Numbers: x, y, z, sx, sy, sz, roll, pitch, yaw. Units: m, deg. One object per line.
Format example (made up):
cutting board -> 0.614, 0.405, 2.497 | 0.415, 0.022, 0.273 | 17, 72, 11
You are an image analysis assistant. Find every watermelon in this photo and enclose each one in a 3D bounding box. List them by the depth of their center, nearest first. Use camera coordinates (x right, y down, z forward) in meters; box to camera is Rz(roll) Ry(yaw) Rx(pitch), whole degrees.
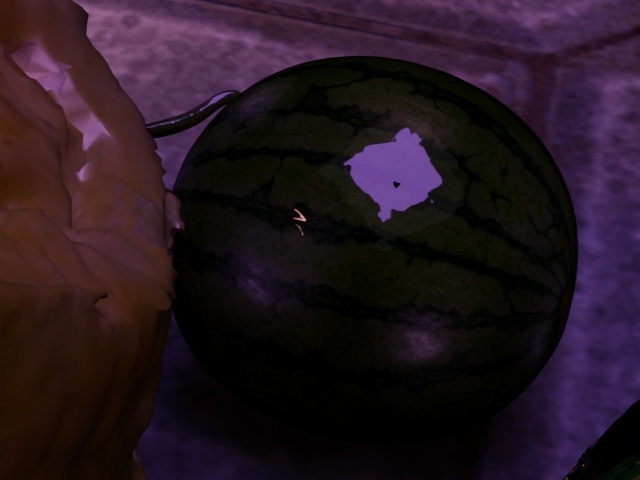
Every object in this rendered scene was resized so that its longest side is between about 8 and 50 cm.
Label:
watermelon -> 0.000, 0.000, 0.672 | 0.187, 0.141, 0.141 | 13, 39, 24

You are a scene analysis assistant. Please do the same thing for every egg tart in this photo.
egg tart -> -0.146, -0.019, 0.550 | 0.345, 0.132, 0.345 | 47, 19, -22

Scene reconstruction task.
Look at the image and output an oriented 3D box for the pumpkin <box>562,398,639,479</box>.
pumpkin -> 0.167, 0.127, 0.520 | 0.233, 0.163, 0.233 | 3, 39, -2
